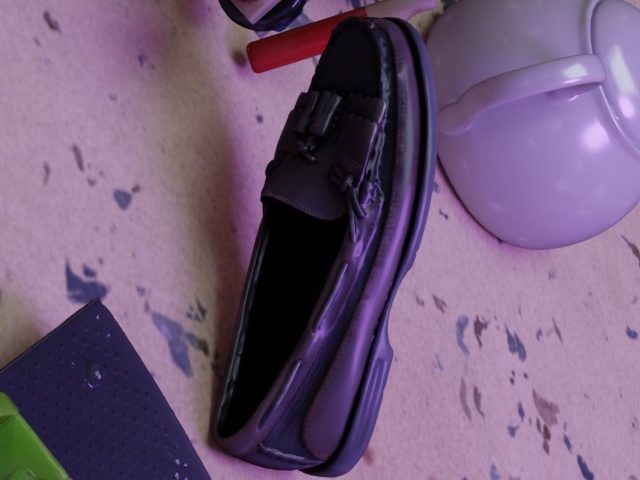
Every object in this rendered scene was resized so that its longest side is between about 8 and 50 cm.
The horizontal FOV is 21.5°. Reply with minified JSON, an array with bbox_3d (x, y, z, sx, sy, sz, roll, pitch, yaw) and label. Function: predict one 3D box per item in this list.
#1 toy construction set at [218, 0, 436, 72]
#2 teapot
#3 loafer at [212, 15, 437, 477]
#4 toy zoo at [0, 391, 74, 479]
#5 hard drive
[{"bbox_3d":[0.030,-0.253,1.085,0.309,0.237,0.257,71,3,-55],"label":"toy construction set"},{"bbox_3d":[0.215,-0.121,1.414,0.252,0.187,0.256,47,42,-30],"label":"teapot"},{"bbox_3d":[0.000,0.000,1.071,0.095,0.109,0.302,10,89,-37],"label":"loafer"},{"bbox_3d":[-0.213,0.015,0.742,0.293,0.030,0.192,51,-4,2],"label":"toy zoo"},{"bbox_3d":[-0.116,0.177,0.919,0.254,0.054,0.172,63,34,-10],"label":"hard drive"}]
